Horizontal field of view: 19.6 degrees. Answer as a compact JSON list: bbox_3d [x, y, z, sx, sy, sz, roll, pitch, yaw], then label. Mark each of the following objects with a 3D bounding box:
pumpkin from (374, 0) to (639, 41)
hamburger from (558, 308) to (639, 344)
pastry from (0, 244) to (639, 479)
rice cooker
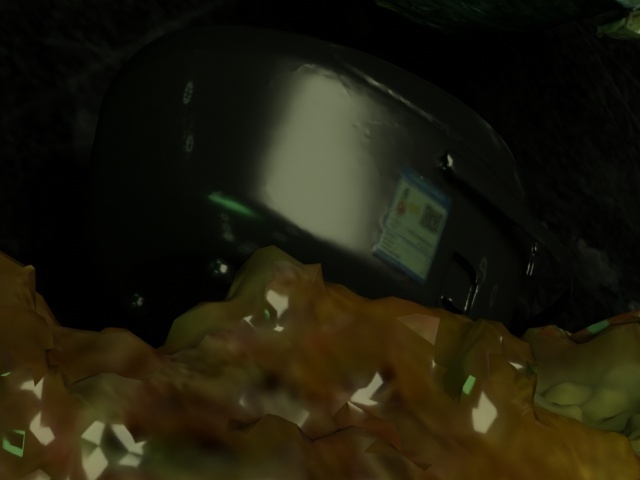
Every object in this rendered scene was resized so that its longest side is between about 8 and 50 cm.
[{"bbox_3d":[0.079,-0.220,0.914,0.293,0.197,0.263,-11,95,-58],"label":"pumpkin"},{"bbox_3d":[0.191,0.141,0.831,0.214,0.125,0.235,-3,62,-40],"label":"hamburger"},{"bbox_3d":[-0.026,0.163,0.433,0.405,0.292,0.337,12,81,-22],"label":"pastry"},{"bbox_3d":[0.001,0.000,0.724,0.203,0.142,0.118,31,57,-26],"label":"rice cooker"}]
